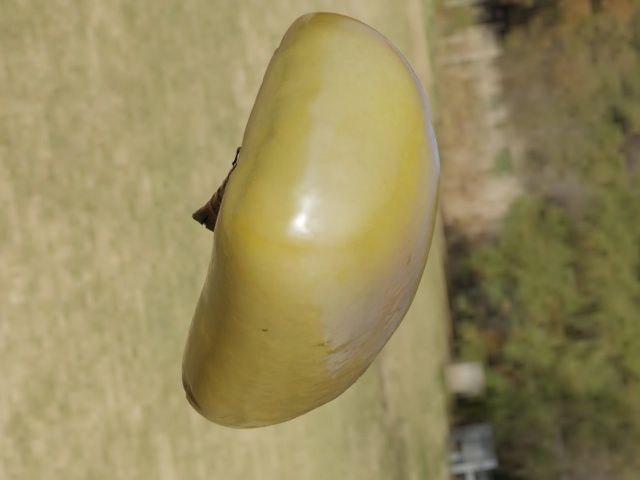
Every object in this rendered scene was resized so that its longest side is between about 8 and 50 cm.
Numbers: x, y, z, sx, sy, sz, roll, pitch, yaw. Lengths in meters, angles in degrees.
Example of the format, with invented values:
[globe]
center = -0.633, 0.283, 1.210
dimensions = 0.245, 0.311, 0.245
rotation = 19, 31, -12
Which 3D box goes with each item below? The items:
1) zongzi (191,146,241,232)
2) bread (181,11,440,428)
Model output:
[zongzi]
center = -0.028, -0.037, 1.134
dimensions = 0.073, 0.067, 0.083
rotation = -62, 176, -27
[bread]
center = 0.000, 0.000, 0.911
dimensions = 0.217, 0.098, 0.147
rotation = 112, -8, -63
